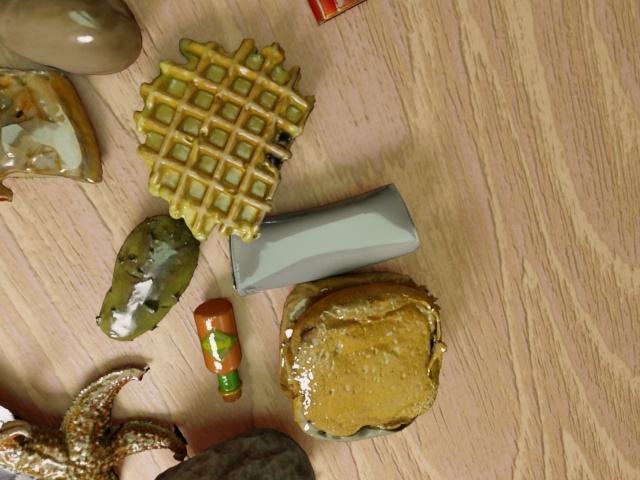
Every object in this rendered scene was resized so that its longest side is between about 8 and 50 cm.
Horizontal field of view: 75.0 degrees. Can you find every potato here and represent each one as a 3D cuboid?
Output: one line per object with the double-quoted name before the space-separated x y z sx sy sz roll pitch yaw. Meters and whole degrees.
"potato" -0.270 0.061 0.658 0.117 0.090 0.225 29 98 -18

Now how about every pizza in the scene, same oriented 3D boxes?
"pizza" -0.468 -0.144 0.568 0.297 0.071 0.189 -5 108 -10

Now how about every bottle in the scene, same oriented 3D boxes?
"bottle" -0.170 0.198 0.730 0.069 0.069 0.187 -11 109 -8

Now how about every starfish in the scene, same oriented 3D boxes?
"starfish" -0.386 0.380 0.713 0.303 0.113 0.311 -9 107 -28

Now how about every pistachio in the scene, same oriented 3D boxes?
"pistachio" -0.328 -0.280 0.543 0.186 0.108 0.126 4 135 -5

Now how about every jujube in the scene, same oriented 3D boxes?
"jujube" -0.155 0.462 0.713 0.317 0.226 0.225 -10 110 -36

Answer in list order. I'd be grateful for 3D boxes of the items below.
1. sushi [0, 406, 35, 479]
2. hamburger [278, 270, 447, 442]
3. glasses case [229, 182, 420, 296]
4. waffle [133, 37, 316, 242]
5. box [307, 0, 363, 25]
"sushi" -0.673 0.344 0.668 0.359 0.064 0.343 -36 121 -5
"hamburger" 0.070 0.202 0.732 0.319 0.158 0.318 -3 106 -11
"glasses case" -0.001 -0.002 0.697 0.308 0.083 0.128 -13 96 -1
"waffle" -0.129 -0.152 0.615 0.283 0.065 0.309 -22 100 -9
"box" 0.053 -0.409 0.608 0.175 0.048 0.112 -28 111 -3
